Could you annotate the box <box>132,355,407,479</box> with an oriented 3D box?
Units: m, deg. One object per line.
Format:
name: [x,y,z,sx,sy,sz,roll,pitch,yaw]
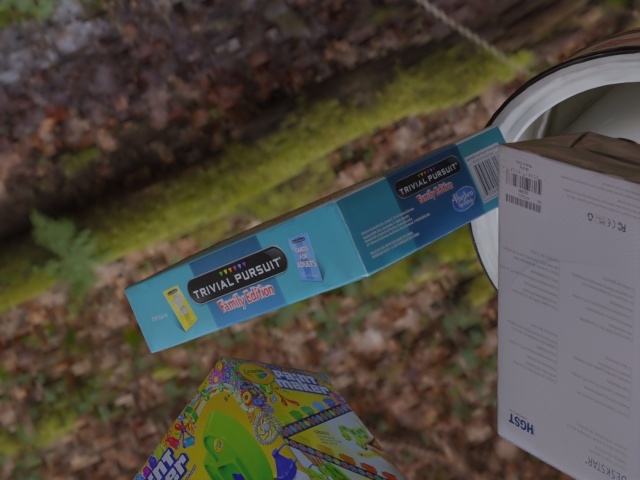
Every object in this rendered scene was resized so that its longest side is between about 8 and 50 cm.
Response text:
box: [-0.060,0.331,1.692,0.177,0.279,0.290,15,116,-47]

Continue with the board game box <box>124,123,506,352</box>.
board game box: [0.000,0.000,1.561,0.336,0.079,0.254,-21,-177,46]

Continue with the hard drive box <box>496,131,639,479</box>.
hard drive box: [0.211,0.053,1.105,0.089,0.181,0.232,-9,108,-28]

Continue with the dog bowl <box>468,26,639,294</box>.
dog bowl: [0.368,-0.045,1.626,0.408,0.408,0.150,-52,-179,40]
